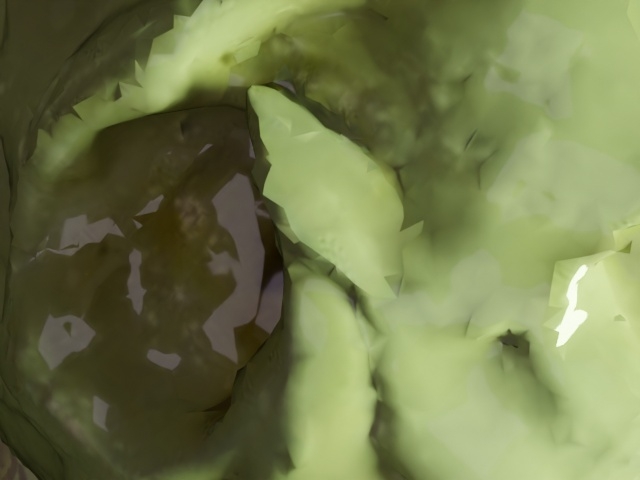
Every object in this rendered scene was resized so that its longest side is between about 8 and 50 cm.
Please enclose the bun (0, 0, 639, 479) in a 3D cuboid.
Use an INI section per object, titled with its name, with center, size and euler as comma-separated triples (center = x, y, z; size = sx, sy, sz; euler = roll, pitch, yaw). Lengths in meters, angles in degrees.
[bun]
center = 0.030, -0.026, 0.550
size = 0.365, 0.219, 0.365
euler = -3, 82, 25
